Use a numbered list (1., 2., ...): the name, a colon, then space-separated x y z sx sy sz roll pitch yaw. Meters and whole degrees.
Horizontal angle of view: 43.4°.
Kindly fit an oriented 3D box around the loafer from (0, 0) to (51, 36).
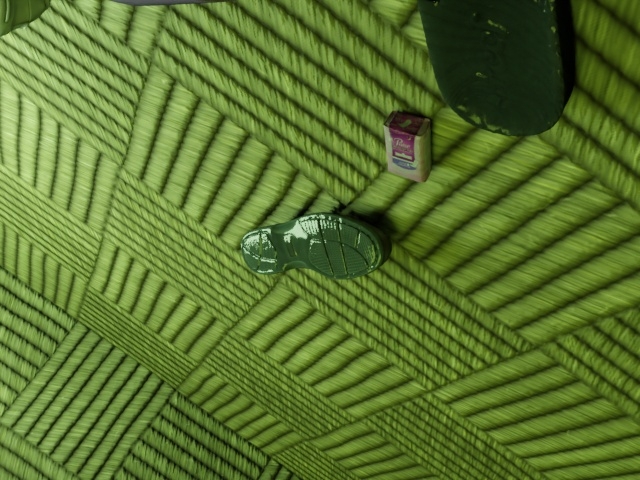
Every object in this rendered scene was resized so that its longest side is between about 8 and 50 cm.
1. loafer: -0.415 -0.380 0.954 0.112 0.111 0.320 22 149 21

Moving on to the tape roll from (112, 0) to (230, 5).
1. tape roll: -0.111 -0.312 0.577 0.090 0.275 0.275 9 143 37

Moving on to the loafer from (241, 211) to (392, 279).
1. loafer: 0.000 0.000 1.164 0.267 0.084 0.096 -1 105 42

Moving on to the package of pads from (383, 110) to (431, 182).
1. package of pads: 0.102 -0.107 0.923 0.050 0.032 0.083 18 148 21

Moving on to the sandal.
1. sandal: 0.111 -0.242 0.630 0.167 0.107 0.446 9 142 37
